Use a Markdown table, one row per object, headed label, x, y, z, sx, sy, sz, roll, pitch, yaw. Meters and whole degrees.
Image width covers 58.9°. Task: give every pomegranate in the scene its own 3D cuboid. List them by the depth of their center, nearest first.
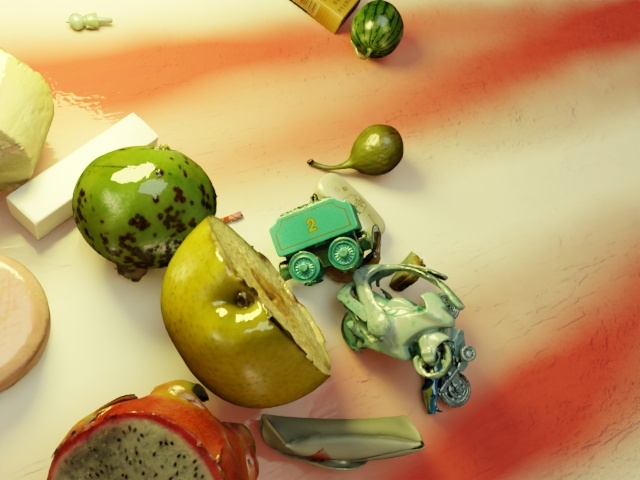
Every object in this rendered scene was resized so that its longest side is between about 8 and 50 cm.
| label | x | y | z | sx | sy | sz | roll | pitch | yaw |
| --- | --- | --- | --- | --- | --- | --- | --- | --- | --- |
| pomegranate | -0.323 | -0.049 | 1.043 | 0.254 | 0.271 | 0.254 | 23 | 17 | -8 |

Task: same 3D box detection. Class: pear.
| label | x | y | z | sx | sy | sz | roll | pitch | yaw |
| --- | --- | --- | --- | --- | --- | --- | --- | --- | --- |
| pear | -0.146 | 0.142 | 0.970 | 0.191 | 0.386 | 0.340 | -37 | 78 | 1 |

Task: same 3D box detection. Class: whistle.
| label | x | y | z | sx | sy | sz | roll | pitch | yaw |
| --- | --- | --- | --- | --- | --- | --- | --- | --- | --- |
| whistle | -0.518 | -0.492 | 1.270 | 0.100 | 0.035 | 0.035 | -14 | 73 | -28 |

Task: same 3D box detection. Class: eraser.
| label | x | y | z | sx | sy | sz | roll | pitch | yaw |
| --- | --- | --- | --- | --- | --- | --- | --- | --- | --- |
| eraser | -0.455 | -0.130 | 1.109 | 0.076 | 0.078 | 0.298 | 44 | 59 | 1 |

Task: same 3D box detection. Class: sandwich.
| label | x | y | z | sx | sy | sz | roll | pitch | yaw |
| --- | --- | --- | --- | --- | --- | --- | --- | --- | --- |
| sandwich | 0.204 | 0.063 | 1.274 | 0.035 | 0.105 | 0.093 | 35 | 63 | -4 |

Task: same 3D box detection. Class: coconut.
| label | x | y | z | sx | sy | sz | roll | pitch | yaw |
| --- | --- | --- | --- | --- | --- | --- | --- | --- | --- |
| coconut | -0.606 | -0.199 | 0.990 | 0.239 | 0.239 | 0.244 | 17 | 61 | -14 |

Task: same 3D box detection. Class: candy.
| label | x | y | z | sx | sy | sz | roll | pitch | yaw |
| --- | --- | --- | --- | --- | --- | --- | --- | --- | --- |
| candy | -0.574 | 0.144 | 0.929 | 0.255 | 0.094 | 0.256 | 9 | 64 | -19 |

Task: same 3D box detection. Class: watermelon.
| label | x | y | z | sx | sy | sz | roll | pitch | yaw |
| --- | --- | --- | --- | --- | --- | --- | --- | --- | --- |
| watermelon | 0.142 | -0.544 | 1.504 | 0.140 | 0.140 | 0.187 | 25 | 72 | -10 |

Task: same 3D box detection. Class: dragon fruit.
| label | x | y | z | sx | sy | sz | roll | pitch | yaw |
| --- | --- | --- | --- | --- | --- | --- | --- | --- | --- |
| dragon fruit | -0.235 | 0.367 | 0.875 | 0.305 | 0.226 | 0.306 | 0 | 92 | 10 |

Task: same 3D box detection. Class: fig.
| label | x | y | z | sx | sy | sz | roll | pitch | yaw |
| --- | --- | --- | --- | --- | --- | --- | --- | --- | --- |
| fig | 0.085 | -0.201 | 1.352 | 0.236 | 0.124 | 0.124 | -18 | 74 | -9 |

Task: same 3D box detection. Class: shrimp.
| label | x | y | z | sx | sy | sz | roll | pitch | yaw |
| --- | --- | --- | --- | --- | --- | --- | --- | --- | --- |
| shrimp | 0.054 | -0.017 | 1.251 | 0.152 | 0.046 | 0.220 | -22 | 83 | -2 |

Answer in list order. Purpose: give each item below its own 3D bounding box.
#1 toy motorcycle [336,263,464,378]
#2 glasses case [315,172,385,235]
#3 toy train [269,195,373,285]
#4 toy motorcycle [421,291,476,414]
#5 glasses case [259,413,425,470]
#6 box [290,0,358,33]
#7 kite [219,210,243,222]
| label | x | y | z | sx | sy | sz | roll | pitch | yaw |
| --- | --- | --- | --- | --- | --- | --- | --- | --- | --- |
| toy motorcycle | 0.161 | 0.147 | 1.140 | 0.154 | 0.260 | 0.206 | 24 | 82 | -53 |
| glasses case | 0.069 | -0.076 | 1.312 | 0.193 | 0.049 | 0.074 | 45 | 60 | 3 |
| toy train | 0.000 | 0.000 | 1.175 | 0.203 | 0.112 | 0.163 | -20 | 85 | 7 |
| toy motorcycle | 0.253 | 0.240 | 1.226 | 0.135 | 0.092 | 0.255 | -3 | 78 | -13 |
| glasses case | 0.044 | 0.378 | 1.057 | 0.307 | 0.128 | 0.083 | 7 | 89 | -19 |
| box | -0.013 | -0.691 | 1.546 | 0.237 | 0.070 | 0.152 | 37 | 59 | -6 |
| kite | -0.249 | -0.035 | 1.189 | 0.189 | 0.009 | 0.232 | -18 | 75 | -27 |
